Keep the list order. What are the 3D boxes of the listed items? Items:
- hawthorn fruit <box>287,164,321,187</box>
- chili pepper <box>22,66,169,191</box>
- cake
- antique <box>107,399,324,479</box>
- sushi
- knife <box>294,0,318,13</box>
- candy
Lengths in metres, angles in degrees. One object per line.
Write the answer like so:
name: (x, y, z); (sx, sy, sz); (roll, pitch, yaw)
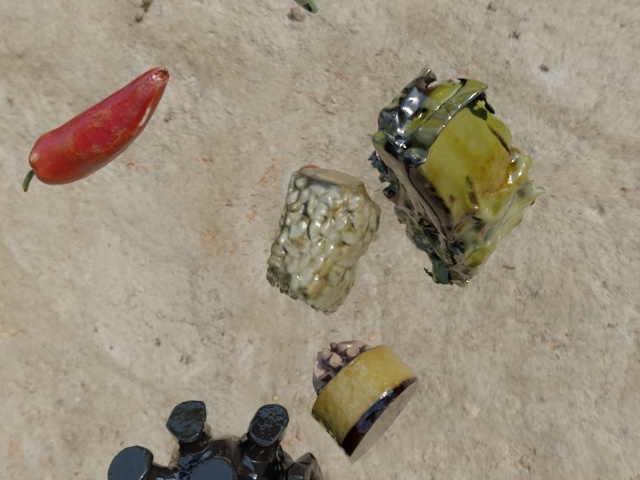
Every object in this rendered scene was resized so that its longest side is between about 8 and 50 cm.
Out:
hawthorn fruit: (-0.009, -0.075, 0.795); (0.093, 0.093, 0.093); (2, 96, 21)
chili pepper: (-0.283, -0.122, 0.624); (0.272, 0.063, 0.071); (-26, 104, 21)
cake: (0.054, 0.259, 0.912); (0.178, 0.208, 0.185); (37, 129, 23)
antique: (-0.146, 0.394, 0.858); (0.323, 0.185, 0.255); (-3, 134, 14)
sushi: (0.141, -0.055, 0.527); (0.139, 0.291, 0.131); (-48, 50, -8)
knife: (-0.078, -0.354, 0.616); (0.043, 0.293, 0.019); (-20, 72, 22)
candy: (0.000, 0.000, 0.420); (0.085, 0.095, 0.110); (19, 81, 20)
